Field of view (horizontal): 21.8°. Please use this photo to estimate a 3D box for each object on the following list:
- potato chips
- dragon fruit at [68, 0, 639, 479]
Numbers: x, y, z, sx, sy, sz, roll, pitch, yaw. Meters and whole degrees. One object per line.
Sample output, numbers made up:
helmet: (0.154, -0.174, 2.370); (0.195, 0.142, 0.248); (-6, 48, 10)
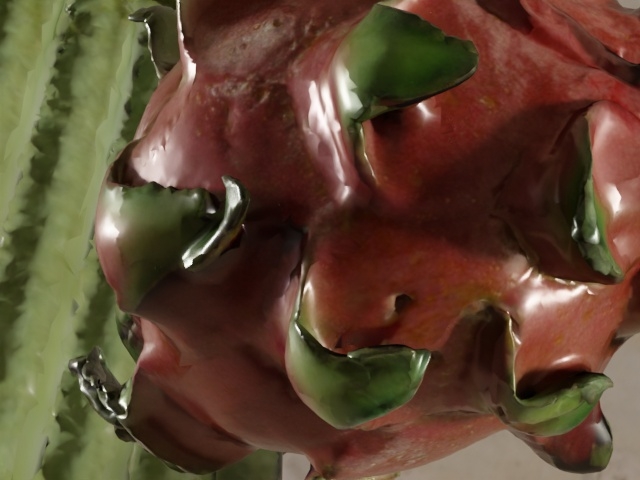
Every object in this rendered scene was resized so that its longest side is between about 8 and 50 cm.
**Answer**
potato chips: (-0.132, 0.016, 0.969); (0.358, 0.429, 0.070); (27, -34, -26)
dragon fruit: (-0.001, -0.004, 0.414); (0.236, 0.135, 0.137); (-19, -122, 57)
